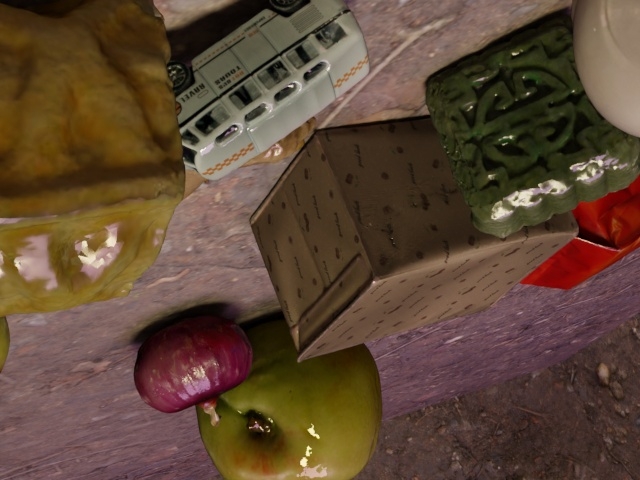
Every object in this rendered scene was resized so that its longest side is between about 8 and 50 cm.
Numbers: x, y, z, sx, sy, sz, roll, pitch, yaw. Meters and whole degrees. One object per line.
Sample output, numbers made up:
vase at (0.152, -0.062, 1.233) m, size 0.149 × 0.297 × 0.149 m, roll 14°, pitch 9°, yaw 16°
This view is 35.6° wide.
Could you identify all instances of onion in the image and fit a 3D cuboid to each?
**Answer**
onion at (-0.186, 0.184, 1.460) m, size 0.177 × 0.153 × 0.177 m, roll -15°, pitch 148°, yaw -10°

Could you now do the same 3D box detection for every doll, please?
doll at (0.348, -0.209, 0.929) m, size 0.251 × 0.221 × 0.221 m, roll -59°, pitch 155°, yaw 4°

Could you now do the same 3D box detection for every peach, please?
peach at (-0.042, 0.266, 1.633) m, size 0.315 × 0.314 × 0.281 m, roll -4°, pitch 139°, yaw -53°

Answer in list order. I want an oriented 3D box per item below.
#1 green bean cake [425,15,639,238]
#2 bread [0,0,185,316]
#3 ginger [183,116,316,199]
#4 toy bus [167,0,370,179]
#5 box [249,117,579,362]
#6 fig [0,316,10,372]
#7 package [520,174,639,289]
green bean cake at (0.214, -0.115, 1.026) m, size 0.185 × 0.183 × 0.094 m, roll -24°, pitch 160°, yaw 12°
bread at (-0.227, -0.050, 0.680) m, size 0.252 × 0.239 × 0.196 m, roll -1°, pitch 170°, yaw -36°
ginger at (-0.108, -0.090, 0.906) m, size 0.213 × 0.074 × 0.137 m, roll -17°, pitch 159°, yaw 0°
toy bus at (-0.050, -0.125, 0.800) m, size 0.194 × 0.089 × 0.087 m, roll -36°, pitch 159°, yaw -6°
box at (0.103, -0.012, 1.182) m, size 0.297 × 0.190 × 0.225 m, roll -12°, pitch 159°, yaw -31°
fig at (-0.398, 0.095, 1.031) m, size 0.153 × 0.121 × 0.136 m, roll -3°, pitch 172°, yaw 17°
package at (0.453, -0.068, 1.407) m, size 0.423 × 0.123 × 0.196 m, roll -30°, pitch 165°, yaw -16°
